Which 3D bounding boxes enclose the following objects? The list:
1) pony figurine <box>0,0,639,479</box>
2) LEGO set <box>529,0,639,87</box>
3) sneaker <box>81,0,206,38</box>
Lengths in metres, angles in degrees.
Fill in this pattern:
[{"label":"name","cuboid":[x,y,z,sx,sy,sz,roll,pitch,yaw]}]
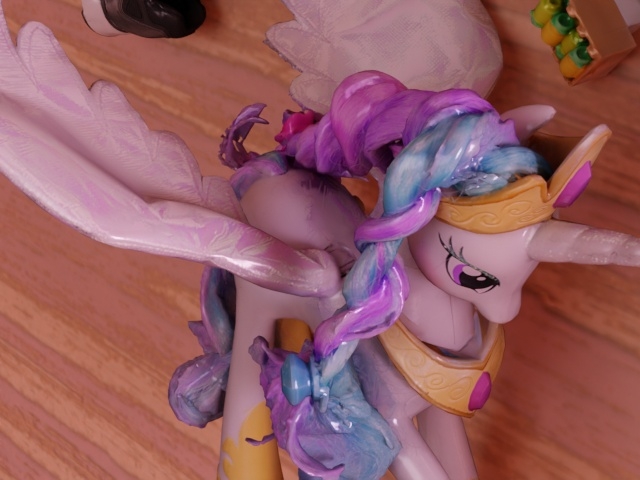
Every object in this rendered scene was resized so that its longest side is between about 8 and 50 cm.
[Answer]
[{"label":"pony figurine","cuboid":[0.000,0.000,0.649,0.351,0.303,0.363,44,146,29]},{"label":"LEGO set","cuboid":[0.084,-0.219,0.609,0.132,0.107,0.287,9,104,42]},{"label":"sneaker","cuboid":[-0.099,-0.238,0.801,0.106,0.078,0.234,24,118,34]}]
